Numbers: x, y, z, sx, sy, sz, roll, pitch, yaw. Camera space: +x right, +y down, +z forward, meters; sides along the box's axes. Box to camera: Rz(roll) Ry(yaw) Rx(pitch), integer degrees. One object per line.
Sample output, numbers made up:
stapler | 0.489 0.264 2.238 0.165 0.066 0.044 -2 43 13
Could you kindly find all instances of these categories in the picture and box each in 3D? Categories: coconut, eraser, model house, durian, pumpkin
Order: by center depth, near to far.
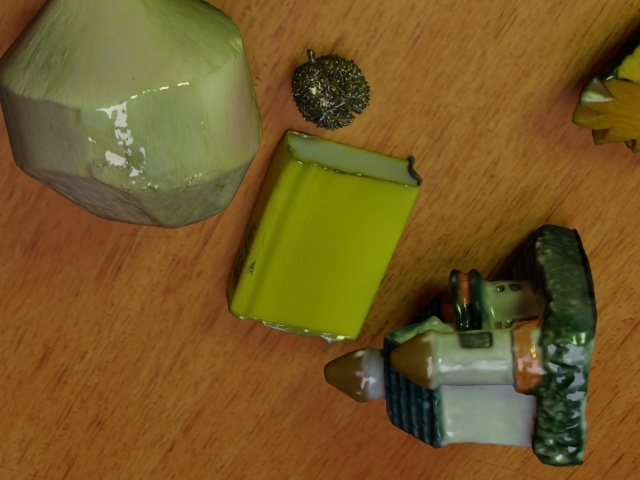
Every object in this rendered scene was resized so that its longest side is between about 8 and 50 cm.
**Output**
coconut | -0.176 -0.137 1.128 0.259 0.259 0.259 -5 123 -7
durian | 0.009 -0.156 1.242 0.080 0.080 0.091 -22 112 4
pumpkin | 0.374 -0.179 1.293 0.254 0.149 0.130 10 163 -21
eraser | 0.000 0.000 1.341 0.158 0.069 0.226 11 119 -19
model house | 0.148 0.113 1.349 0.300 0.271 0.190 -3 117 8
